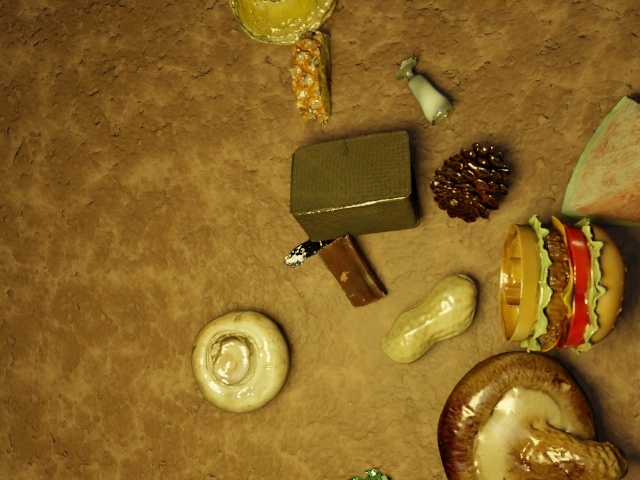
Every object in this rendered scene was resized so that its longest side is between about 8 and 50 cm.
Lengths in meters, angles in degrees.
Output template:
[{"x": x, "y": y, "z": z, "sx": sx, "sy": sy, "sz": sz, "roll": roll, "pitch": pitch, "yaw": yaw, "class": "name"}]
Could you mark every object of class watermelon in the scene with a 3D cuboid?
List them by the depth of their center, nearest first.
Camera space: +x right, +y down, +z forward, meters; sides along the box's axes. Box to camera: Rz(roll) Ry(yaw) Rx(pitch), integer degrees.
[{"x": 0.650, "y": -0.105, "z": 1.075, "sx": 0.283, "sy": 0.292, "sz": 0.251, "roll": 29, "pitch": 123, "yaw": 14, "class": "watermelon"}]

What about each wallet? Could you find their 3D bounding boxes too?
[{"x": 0.073, "y": 0.073, "z": 1.278, "sx": 0.095, "sy": 0.026, "sz": 0.176, "roll": -28, "pitch": 106, "yaw": 26, "class": "wallet"}]

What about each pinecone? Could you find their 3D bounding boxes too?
[{"x": 0.338, "y": -0.135, "z": 1.202, "sx": 0.162, "sy": 0.163, "sz": 0.165, "roll": 33, "pitch": 74, "yaw": 15, "class": "pinecone"}]

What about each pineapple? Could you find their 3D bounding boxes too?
[{"x": -0.024, "y": -0.406, "z": 1.325, "sx": 0.079, "sy": 0.135, "sz": 0.233, "roll": 1, "pitch": 87, "yaw": 16, "class": "pineapple"}]

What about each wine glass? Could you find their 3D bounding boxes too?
[{"x": 0.242, "y": -0.349, "z": 1.281, "sx": 0.072, "sy": 0.072, "sz": 0.155, "roll": -37, "pitch": 77, "yaw": 10, "class": "wine glass"}]

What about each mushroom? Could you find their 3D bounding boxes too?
[{"x": 0.399, "y": 0.405, "z": 1.115, "sx": 0.344, "sy": 0.239, "sz": 0.345, "roll": -5, "pitch": 65, "yaw": 10, "class": "mushroom"}, {"x": -0.194, "y": 0.288, "z": 1.296, "sx": 0.254, "sy": 0.184, "sz": 0.255, "roll": 0, "pitch": 88, "yaw": 1, "class": "mushroom"}]

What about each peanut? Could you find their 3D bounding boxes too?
[{"x": 0.248, "y": 0.182, "z": 1.219, "sx": 0.256, "sy": 0.123, "sz": 0.123, "roll": -45, "pitch": 76, "yaw": 10, "class": "peanut"}]

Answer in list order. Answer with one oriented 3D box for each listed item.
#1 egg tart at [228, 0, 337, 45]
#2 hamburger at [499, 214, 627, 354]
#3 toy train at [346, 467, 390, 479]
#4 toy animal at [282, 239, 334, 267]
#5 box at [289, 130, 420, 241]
[{"x": -0.100, "y": -0.648, "z": 1.372, "sx": 0.314, "sy": 0.120, "sz": 0.315, "roll": -1, "pitch": 87, "yaw": 15, "class": "egg tart"}, {"x": 0.480, "y": 0.087, "z": 1.084, "sx": 0.212, "sy": 0.274, "sz": 0.275, "roll": 2, "pitch": 86, "yaw": 8, "class": "hamburger"}, {"x": 0.088, "y": 0.598, "z": 1.254, "sx": 0.178, "sy": 0.071, "sz": 0.105, "roll": -28, "pitch": 90, "yaw": 10, "class": "toy train"}, {"x": 0.000, "y": 0.000, "z": 1.333, "sx": 0.220, "sy": 0.062, "sz": 0.108, "roll": -46, "pitch": 55, "yaw": 8, "class": "toy animal"}, {"x": 0.080, "y": -0.121, "z": 1.245, "sx": 0.273, "sy": 0.143, "sz": 0.184, "roll": -8, "pitch": 62, "yaw": 15, "class": "box"}]
